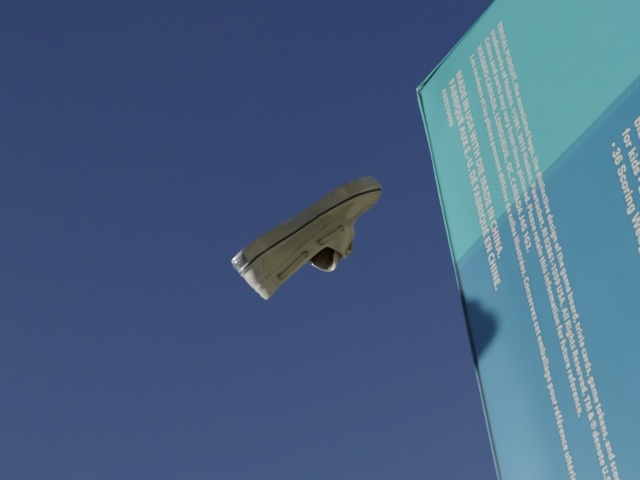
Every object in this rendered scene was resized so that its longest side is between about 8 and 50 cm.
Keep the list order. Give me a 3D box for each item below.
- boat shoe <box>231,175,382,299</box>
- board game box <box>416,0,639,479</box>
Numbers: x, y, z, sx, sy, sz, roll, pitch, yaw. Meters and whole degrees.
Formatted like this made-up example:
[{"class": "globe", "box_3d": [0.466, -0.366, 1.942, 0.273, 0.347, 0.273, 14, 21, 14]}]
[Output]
[{"class": "boat shoe", "box_3d": [0.000, 0.000, 0.874, 0.100, 0.035, 0.035, -32, -9, -35]}, {"class": "board game box", "box_3d": [0.157, -0.034, 0.367, 0.079, 0.254, 0.336, 12, -40, -27]}]
